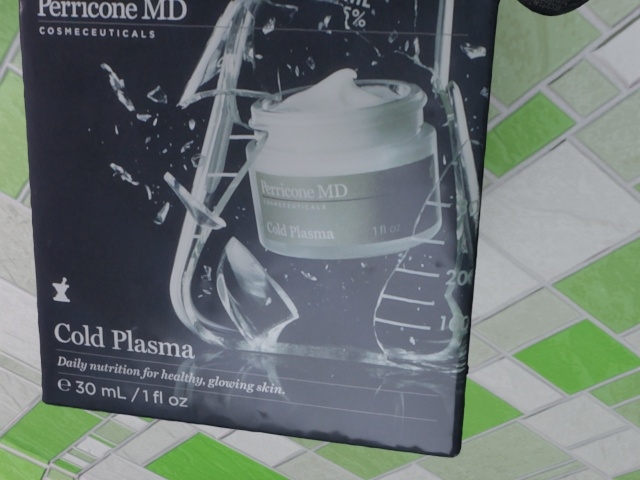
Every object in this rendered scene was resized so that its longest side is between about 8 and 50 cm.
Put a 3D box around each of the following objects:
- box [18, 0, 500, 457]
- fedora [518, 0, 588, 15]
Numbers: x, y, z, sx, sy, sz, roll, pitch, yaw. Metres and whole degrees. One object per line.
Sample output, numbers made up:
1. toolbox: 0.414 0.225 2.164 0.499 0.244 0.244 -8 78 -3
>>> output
1. box: -0.053 -0.051 0.871 0.479 0.297 0.472 4 103 11
2. fedora: 0.179 -0.380 0.681 0.152 0.334 0.334 22 150 44
